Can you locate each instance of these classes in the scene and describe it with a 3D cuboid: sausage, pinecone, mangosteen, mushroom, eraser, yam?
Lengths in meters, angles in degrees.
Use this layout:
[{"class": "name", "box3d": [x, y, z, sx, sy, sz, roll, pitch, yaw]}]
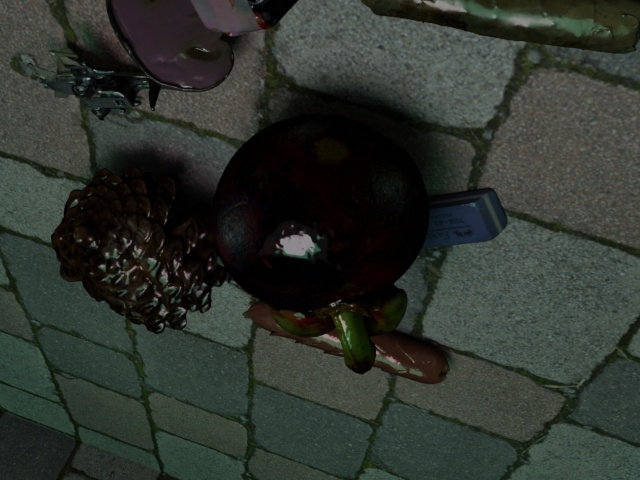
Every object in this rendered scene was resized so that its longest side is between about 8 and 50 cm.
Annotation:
[{"class": "sausage", "box3d": [0.048, 0.195, 1.341, 0.433, 0.087, 0.087, 16, 140, 9]}, {"class": "pinecone", "box3d": [-0.296, 0.015, 1.181, 0.298, 0.242, 0.296, -10, 139, 32]}, {"class": "mangosteen", "box3d": [0.000, 0.000, 0.932, 0.306, 0.359, 0.306, 1, 165, 0]}, {"class": "mushroom", "box3d": [-0.201, -0.284, 0.896, 0.188, 0.141, 0.117, 54, 166, -20]}, {"class": "eraser", "box3d": [0.174, -0.029, 1.059, 0.225, 0.036, 0.082, -7, 130, 32]}, {"class": "yam", "box3d": [0.201, -0.265, 0.754, 0.318, 0.067, 0.071, 14, 112, 13]}]

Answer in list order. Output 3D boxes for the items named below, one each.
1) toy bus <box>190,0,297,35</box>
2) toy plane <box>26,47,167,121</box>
[{"class": "toy bus", "box3d": [-0.118, -0.380, 0.732, 0.147, 0.127, 0.302, -1, 135, 32]}, {"class": "toy plane", "box3d": [-0.306, -0.232, 1.025, 0.262, 0.088, 0.192, 12, 167, 9]}]
